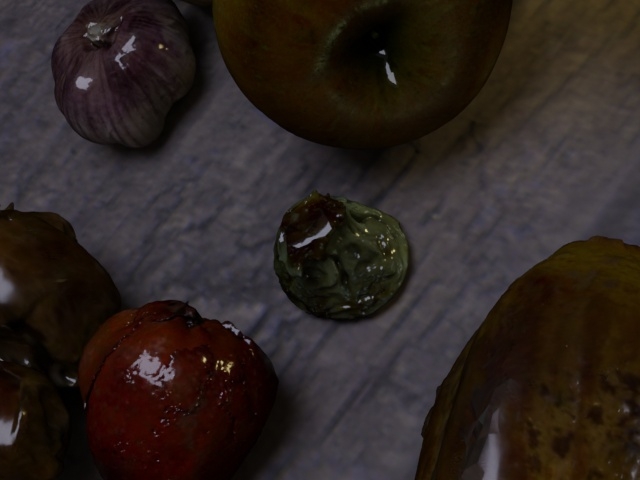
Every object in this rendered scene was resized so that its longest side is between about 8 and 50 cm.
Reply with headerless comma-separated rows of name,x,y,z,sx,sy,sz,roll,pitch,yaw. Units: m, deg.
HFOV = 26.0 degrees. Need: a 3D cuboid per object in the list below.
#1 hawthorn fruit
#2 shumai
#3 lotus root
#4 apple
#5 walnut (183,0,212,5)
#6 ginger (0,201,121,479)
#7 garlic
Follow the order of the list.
hawthorn fruit,-0.113,0.131,1.027,0.148,0.148,0.172,16,91,38
shumai,-0.001,0.001,1.063,0.124,0.087,0.099,17,74,40
lotus root,0.147,0.140,0.838,0.193,0.193,0.290,-4,63,31
apple,0.030,-0.190,1.075,0.237,0.237,0.207,-29,32,15
walnut,-0.097,-0.322,1.236,0.261,0.225,0.225,23,77,39
ginger,-0.346,0.074,1.189,0.418,0.176,0.254,2,56,31
garlic,-0.184,-0.165,1.274,0.147,0.102,0.159,-2,61,33
